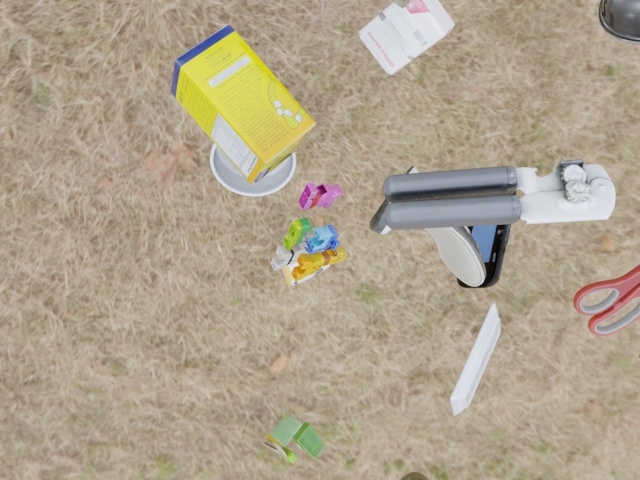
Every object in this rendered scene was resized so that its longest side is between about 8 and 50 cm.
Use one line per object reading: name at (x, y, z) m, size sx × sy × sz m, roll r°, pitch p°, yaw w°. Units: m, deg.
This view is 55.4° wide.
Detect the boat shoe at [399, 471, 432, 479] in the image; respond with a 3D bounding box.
boat shoe at (0.164, 0.378, 0.710) m, size 0.080 × 0.223 × 0.073 m, roll -45°, pitch 142°, yaw 13°

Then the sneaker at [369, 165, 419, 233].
sneaker at (0.358, -0.102, 2.183) m, size 0.257 × 0.447 × 0.169 m, roll 36°, pitch 126°, yaw 6°

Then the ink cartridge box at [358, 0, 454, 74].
ink cartridge box at (0.237, -0.589, 1.700) m, size 0.158 × 0.218 × 0.092 m, roll 50°, pitch 48°, yaw -12°

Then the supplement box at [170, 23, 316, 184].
supplement box at (-0.217, -0.366, 1.676) m, size 0.195 × 0.194 × 0.356 m, roll -42°, pitch 92°, yaw -22°

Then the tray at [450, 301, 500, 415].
tray at (0.389, 0.296, 1.500) m, size 0.270 × 0.030 × 0.145 m, roll -60°, pitch 151°, yaw -21°

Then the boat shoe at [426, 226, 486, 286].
boat shoe at (0.345, -0.033, 1.640) m, size 0.095 × 0.112 × 0.335 m, roll -36°, pitch 86°, yaw -38°

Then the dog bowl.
dog bowl at (-0.209, -0.272, 1.908) m, size 0.264 × 0.104 × 0.265 m, roll -2°, pitch 130°, yaw -3°

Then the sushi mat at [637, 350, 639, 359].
sushi mat at (0.859, 0.226, 1.382) m, size 0.316 × 0.019 × 0.151 m, roll 12°, pitch 123°, yaw -30°

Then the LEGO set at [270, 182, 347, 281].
LEGO set at (0.000, 0.000, 1.038) m, size 0.093 × 0.087 × 0.227 m, roll -13°, pitch 152°, yaw -30°

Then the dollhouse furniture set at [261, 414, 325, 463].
dollhouse furniture set at (-0.061, 0.357, 1.131) m, size 0.076 × 0.151 × 0.059 m, roll -46°, pitch 116°, yaw -25°

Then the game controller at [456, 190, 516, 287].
game controller at (0.478, -0.015, 1.756) m, size 0.067 × 0.166 × 0.319 m, roll 18°, pitch 78°, yaw -15°

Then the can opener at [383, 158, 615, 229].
can opener at (0.218, -0.047, 0.753) m, size 0.280 × 0.093 × 0.074 m, roll -2°, pitch 69°, yaw 3°

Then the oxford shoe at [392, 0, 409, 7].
oxford shoe at (0.073, -0.673, 1.489) m, size 0.348 × 0.123 × 0.130 m, roll 23°, pitch 128°, yaw 3°

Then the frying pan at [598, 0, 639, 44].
frying pan at (0.425, -0.322, 0.625) m, size 0.326 × 0.197 × 0.053 m, roll -49°, pitch 126°, yaw -8°

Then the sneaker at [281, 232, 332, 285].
sneaker at (-0.020, 0.036, 1.585) m, size 0.131 × 0.296 × 0.112 m, roll -18°, pitch 106°, yaw 8°

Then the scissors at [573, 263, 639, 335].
scissors at (0.509, 0.036, 0.903) m, size 0.109 × 0.021 × 0.297 m, roll 37°, pitch 115°, yaw -18°
